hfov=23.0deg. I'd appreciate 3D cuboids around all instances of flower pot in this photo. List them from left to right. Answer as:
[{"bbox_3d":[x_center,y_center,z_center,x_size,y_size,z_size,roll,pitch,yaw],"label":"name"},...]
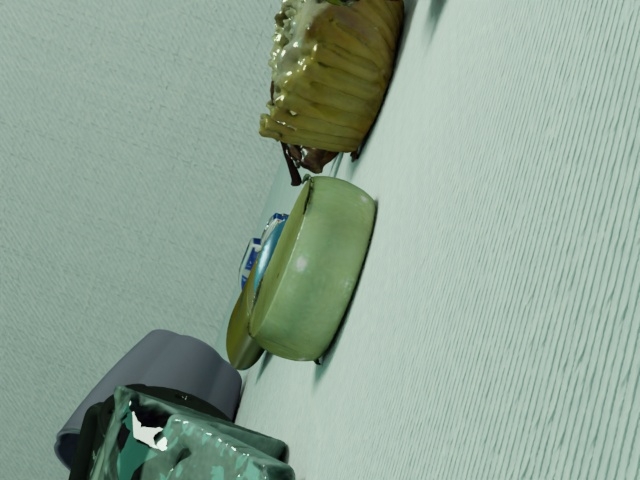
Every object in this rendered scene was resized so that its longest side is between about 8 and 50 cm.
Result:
[{"bbox_3d":[-0.251,0.285,2.496,0.243,0.265,0.265,-59,-1,-27],"label":"flower pot"}]

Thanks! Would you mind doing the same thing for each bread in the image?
[{"bbox_3d":[0.014,-0.235,1.903,0.274,0.149,0.274,-161,90,-79],"label":"bread"}]

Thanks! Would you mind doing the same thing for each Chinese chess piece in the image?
[{"bbox_3d":[-0.007,0.029,1.573,0.188,0.083,0.188,-159,90,-84],"label":"Chinese chess piece"}]

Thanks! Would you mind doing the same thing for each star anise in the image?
[{"bbox_3d":[-0.006,-0.202,2.160,0.190,0.125,0.220,136,155,-72],"label":"star anise"}]

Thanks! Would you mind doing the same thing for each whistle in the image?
[{"bbox_3d":[-0.140,0.251,1.560,0.405,0.188,0.168,146,142,-81],"label":"whistle"}]

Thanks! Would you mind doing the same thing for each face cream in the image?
[{"bbox_3d":[-0.077,0.080,2.195,0.285,0.067,0.139,120,165,-66],"label":"face cream"}]

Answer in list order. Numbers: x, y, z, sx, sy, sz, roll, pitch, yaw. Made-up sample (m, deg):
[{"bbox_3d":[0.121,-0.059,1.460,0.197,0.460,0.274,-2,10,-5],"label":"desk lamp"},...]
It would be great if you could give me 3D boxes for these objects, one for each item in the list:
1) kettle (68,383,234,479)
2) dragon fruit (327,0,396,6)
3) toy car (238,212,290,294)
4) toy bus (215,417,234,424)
[{"bbox_3d":[-0.274,0.373,2.232,0.203,0.262,0.308,-39,-29,-60],"label":"kettle"},{"bbox_3d":[0.094,-0.350,1.593,0.211,0.147,0.282,96,-167,-68],"label":"dragon fruit"},{"bbox_3d":[-0.086,0.037,2.443,0.080,0.070,0.171,-100,29,-78],"label":"toy car"},{"bbox_3d":[-0.154,0.351,1.979,0.109,0.091,0.262,-58,-9,-63],"label":"toy bus"}]
